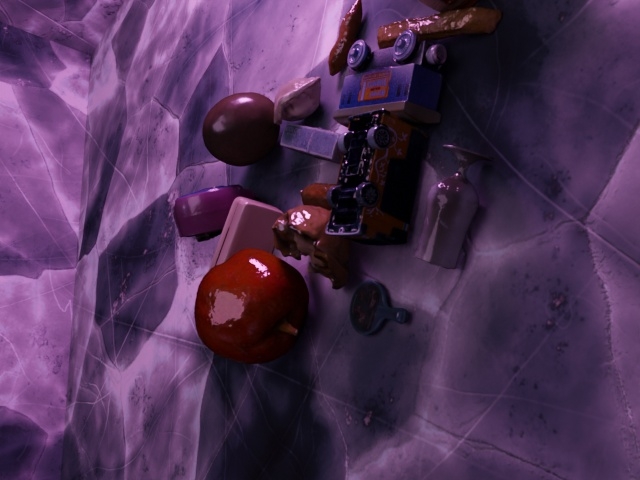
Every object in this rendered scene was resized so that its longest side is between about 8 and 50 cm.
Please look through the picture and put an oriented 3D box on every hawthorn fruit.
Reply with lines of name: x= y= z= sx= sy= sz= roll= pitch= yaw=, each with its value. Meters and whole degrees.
hawthorn fruit: x=-0.151 y=0.175 z=1.700 sx=0.330 sy=0.287 sz=0.287 roll=20 pitch=94 yaw=49

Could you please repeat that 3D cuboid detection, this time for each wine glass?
wine glass: x=0.255 y=-0.064 z=1.357 sx=0.103 sy=0.103 sz=0.231 roll=27 pitch=102 yaw=55

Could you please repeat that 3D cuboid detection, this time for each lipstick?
lipstick: x=-0.009 y=-0.257 z=1.823 sx=0.290 sy=0.076 sz=0.077 roll=26 pitch=100 yaw=55

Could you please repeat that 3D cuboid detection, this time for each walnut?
walnut: x=-0.005 y=-0.008 z=1.624 sx=0.238 sy=0.204 sz=0.141 roll=34 pitch=70 yaw=33

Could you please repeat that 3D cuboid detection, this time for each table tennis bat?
table tennis bat: x=0.126 y=0.152 z=1.517 sx=0.201 sy=0.033 sz=0.124 roll=7 pitch=84 yaw=60

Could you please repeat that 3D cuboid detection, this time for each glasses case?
glasses case: x=-0.223 y=0.053 z=1.946 sx=0.076 sy=0.144 sz=0.336 roll=30 pitch=101 yaw=53

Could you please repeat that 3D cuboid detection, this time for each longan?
longan: x=-0.234 y=-0.328 z=2.049 sx=0.246 sy=0.246 sz=0.215 roll=17 pitch=124 yaw=56

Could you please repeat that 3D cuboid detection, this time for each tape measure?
tape measure: x=-0.305 y=-0.083 z=2.041 sx=0.231 sy=0.245 sz=0.149 roll=-5 pitch=98 yaw=56

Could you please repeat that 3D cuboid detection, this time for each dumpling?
dumpling: x=-0.072 y=-0.381 z=1.917 sx=0.136 sy=0.118 sz=0.199 roll=-46 pitch=-1 yaw=-36

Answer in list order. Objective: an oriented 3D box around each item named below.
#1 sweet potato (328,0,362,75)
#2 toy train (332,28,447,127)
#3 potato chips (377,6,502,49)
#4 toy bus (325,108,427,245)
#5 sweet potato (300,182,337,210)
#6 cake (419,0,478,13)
sweet potato: x=0.071 y=-0.544 z=1.846 sx=0.065 sy=0.051 sz=0.218 roll=37 pitch=108 yaw=56
toy train: x=0.156 y=-0.359 z=1.586 sx=0.300 sy=0.131 sz=0.202 roll=9 pitch=86 yaw=56
potato chips: x=0.231 y=-0.478 z=1.579 sx=0.407 sy=0.080 sz=0.057 roll=13 pitch=98 yaw=56
toy bus: x=0.122 y=-0.127 z=1.513 sx=0.138 sy=0.167 sz=0.275 roll=0 pitch=74 yaw=54
sweet potato: x=0.034 y=-0.108 z=1.699 sx=0.273 sy=0.075 sz=0.075 roll=4 pitch=81 yaw=60
cake: x=0.305 y=-0.555 z=1.435 sx=0.262 sy=0.158 sz=0.159 roll=33 pitch=109 yaw=53
